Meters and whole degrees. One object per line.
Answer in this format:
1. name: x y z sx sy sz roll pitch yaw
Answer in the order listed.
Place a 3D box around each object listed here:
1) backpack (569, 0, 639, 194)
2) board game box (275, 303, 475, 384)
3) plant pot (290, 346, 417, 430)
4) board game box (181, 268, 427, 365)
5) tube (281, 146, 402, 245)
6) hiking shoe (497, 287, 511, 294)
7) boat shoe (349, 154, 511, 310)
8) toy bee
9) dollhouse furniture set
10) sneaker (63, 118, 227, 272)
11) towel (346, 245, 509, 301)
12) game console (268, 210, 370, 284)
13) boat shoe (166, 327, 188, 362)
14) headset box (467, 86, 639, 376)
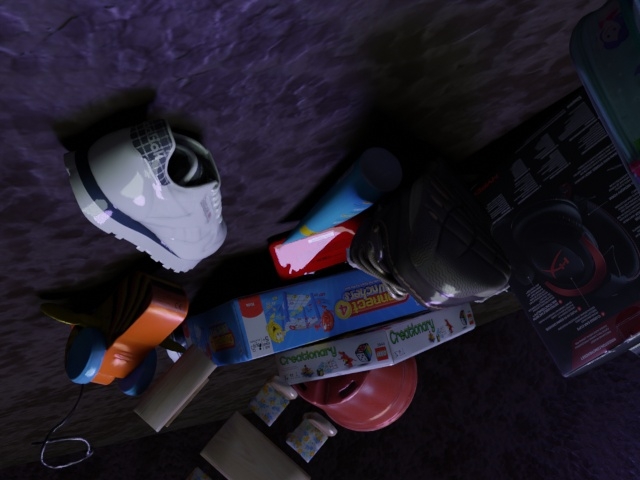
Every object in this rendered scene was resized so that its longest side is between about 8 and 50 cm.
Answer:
1. backpack: 0.279 -0.137 0.466 0.225 0.254 0.191 -10 167 -40
2. board game box: 0.096 0.155 1.155 0.192 0.053 0.305 -18 174 32
3. plant pot: 0.062 0.299 1.729 0.272 0.273 0.265 -23 156 14
4. board game box: -0.035 0.120 1.179 0.301 0.086 0.308 -13 174 -25
5. tube: 0.023 -0.043 0.874 0.080 0.052 0.207 -18 169 -30
6. hiking shoe: 0.415 0.011 1.300 0.304 0.132 0.113 -18 144 -7
7. boat shoe: 0.108 0.009 0.773 0.130 0.132 0.355 -40 -179 17
8. toy bee: -0.295 0.132 0.976 0.298 0.162 0.195 -35 134 5
9. dollhouse furniture set: -0.121 0.265 0.982 0.212 0.242 0.161 -48 180 -18
10. sneaker: -0.124 -0.037 0.661 0.094 0.090 0.235 -30 164 7
11. towel: 0.178 0.022 1.018 0.187 0.049 0.282 14 -165 31
12. game console: 0.000 0.000 1.053 0.144 0.085 0.124 -19 133 -2
13. boat shoe: -0.229 0.193 1.351 0.083 0.065 0.183 -15 163 -7
14. headset box: 0.329 0.003 0.864 0.110 0.293 0.218 -2 147 -46
